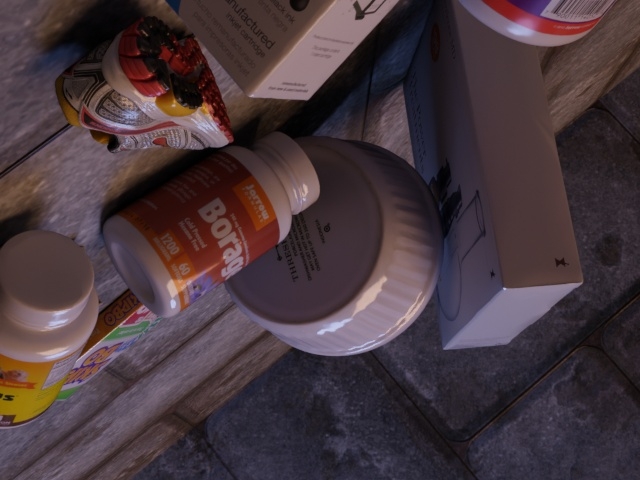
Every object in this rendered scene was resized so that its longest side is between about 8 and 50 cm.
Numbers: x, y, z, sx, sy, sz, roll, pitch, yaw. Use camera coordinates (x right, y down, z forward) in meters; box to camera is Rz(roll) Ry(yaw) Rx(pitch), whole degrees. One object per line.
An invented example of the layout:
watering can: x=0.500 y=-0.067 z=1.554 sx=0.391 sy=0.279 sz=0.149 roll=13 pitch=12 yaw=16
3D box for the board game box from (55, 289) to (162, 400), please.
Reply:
board game box: x=-0.288 y=0.133 z=1.326 sx=0.259 sy=0.039 sz=0.124 roll=-37 pitch=169 yaw=0

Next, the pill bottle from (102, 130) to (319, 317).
pill bottle: x=-0.110 y=-0.024 z=1.058 sx=0.216 sy=0.121 sz=0.121 roll=-36 pitch=168 yaw=-24

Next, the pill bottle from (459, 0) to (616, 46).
pill bottle: x=0.243 y=-0.331 z=0.863 sx=0.181 sy=0.181 sz=0.323 roll=-32 pitch=166 yaw=-36

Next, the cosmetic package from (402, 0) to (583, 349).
cosmetic package: x=0.189 y=-0.086 z=1.192 sx=0.097 sy=0.377 sz=0.284 roll=-4 pitch=161 yaw=-9

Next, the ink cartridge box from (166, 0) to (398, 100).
ink cartridge box: x=-0.005 y=-0.207 z=0.605 sx=0.203 sy=0.148 sz=0.086 roll=-46 pitch=166 yaw=23

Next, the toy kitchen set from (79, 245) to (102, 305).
toy kitchen set: x=-0.263 y=0.040 z=1.037 sx=0.083 sy=0.075 sz=0.068 roll=2 pitch=-165 yaw=37

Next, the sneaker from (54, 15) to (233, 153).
sneaker: x=-0.133 y=-0.112 z=0.781 sx=0.092 sy=0.088 sz=0.225 roll=-21 pitch=172 yaw=9

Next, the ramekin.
ramekin: x=0.000 y=0.000 z=1.186 sx=0.273 sy=0.273 sz=0.127 roll=-43 pitch=158 yaw=12

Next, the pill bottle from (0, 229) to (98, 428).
pill bottle: x=-0.276 y=0.082 z=0.926 sx=0.117 sy=0.117 sz=0.215 roll=-31 pitch=165 yaw=-41
